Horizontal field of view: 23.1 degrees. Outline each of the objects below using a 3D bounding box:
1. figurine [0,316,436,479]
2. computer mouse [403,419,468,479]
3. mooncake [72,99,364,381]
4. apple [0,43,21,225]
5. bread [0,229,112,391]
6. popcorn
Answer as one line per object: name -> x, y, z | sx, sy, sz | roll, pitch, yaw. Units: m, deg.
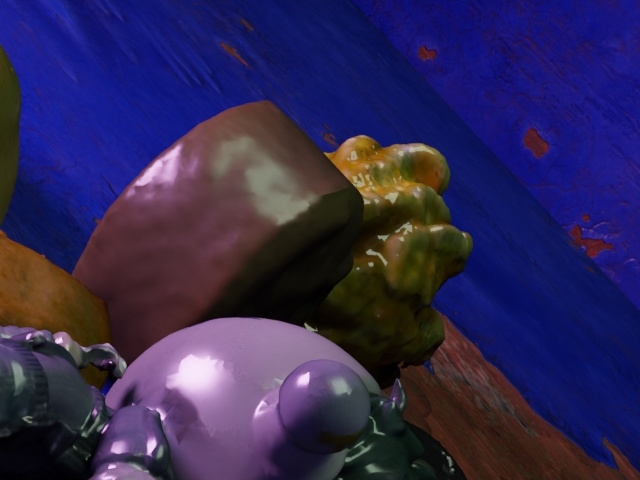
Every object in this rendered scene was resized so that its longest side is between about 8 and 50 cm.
figurine -> -0.093, 0.128, 0.846 | 0.382, 0.261, 0.186 | 11, 66, -47
computer mouse -> 0.014, 0.243, 1.375 | 0.323, 0.116, 0.183 | 5, 40, -48
mooncake -> -0.089, 0.025, 1.425 | 0.155, 0.284, 0.284 | 43, 18, 13
apple -> -0.442, -0.139, 1.452 | 0.360, 0.311, 0.320 | -57, 140, -71
bread -> -0.280, 0.096, 1.037 | 0.314, 0.191, 0.370 | 31, 21, -27
popcorn -> -0.003, -0.004, 1.687 | 0.321, 0.290, 0.325 | 19, 45, -52
